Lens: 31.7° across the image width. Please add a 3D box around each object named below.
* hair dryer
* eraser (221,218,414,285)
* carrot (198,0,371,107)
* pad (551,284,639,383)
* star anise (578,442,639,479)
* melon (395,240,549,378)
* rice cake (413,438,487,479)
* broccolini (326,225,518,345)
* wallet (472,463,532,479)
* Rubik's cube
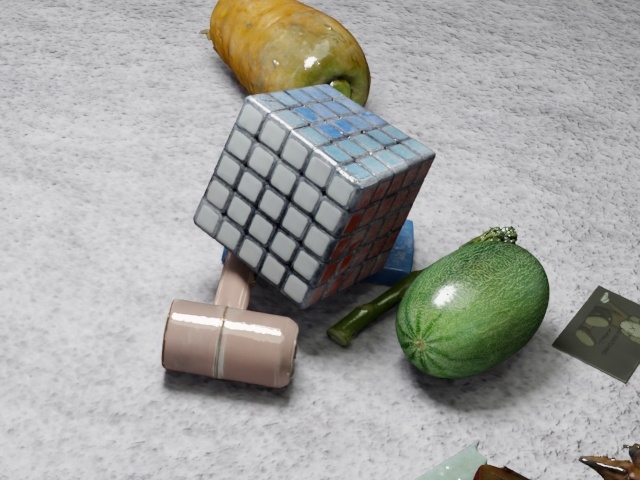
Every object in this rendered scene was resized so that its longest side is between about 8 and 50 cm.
[{"bbox_3d":[-0.113,0.069,1.708,0.189,0.106,0.344,9,43,1],"label":"hair dryer"},{"bbox_3d":[0.000,0.000,1.876,0.312,0.042,0.144,8,39,1],"label":"eraser"},{"bbox_3d":[-0.058,-0.349,2.170,0.224,0.224,0.341,-18,40,-28],"label":"carrot"},{"bbox_3d":[0.465,0.145,1.800,0.127,0.004,0.190,27,43,23],"label":"pad"},{"bbox_3d":[0.462,0.344,1.450,0.272,0.102,0.272,17,33,-11],"label":"star anise"},{"bbox_3d":[0.236,0.097,1.684,0.288,0.182,0.182,-27,49,-32],"label":"melon"},{"bbox_3d":[0.148,0.337,1.464,0.206,0.069,0.063,-21,46,-35],"label":"rice cake"},{"bbox_3d":[0.175,0.081,1.807,0.392,0.079,0.074,-31,62,-28],"label":"broccolini"},{"bbox_3d":[0.305,0.369,1.420,0.255,0.031,0.137,27,35,-5],"label":"wallet"},{"bbox_3d":[-0.010,-0.076,1.701,0.237,0.238,0.237,35,29,20],"label":"Rubik's cube"}]
